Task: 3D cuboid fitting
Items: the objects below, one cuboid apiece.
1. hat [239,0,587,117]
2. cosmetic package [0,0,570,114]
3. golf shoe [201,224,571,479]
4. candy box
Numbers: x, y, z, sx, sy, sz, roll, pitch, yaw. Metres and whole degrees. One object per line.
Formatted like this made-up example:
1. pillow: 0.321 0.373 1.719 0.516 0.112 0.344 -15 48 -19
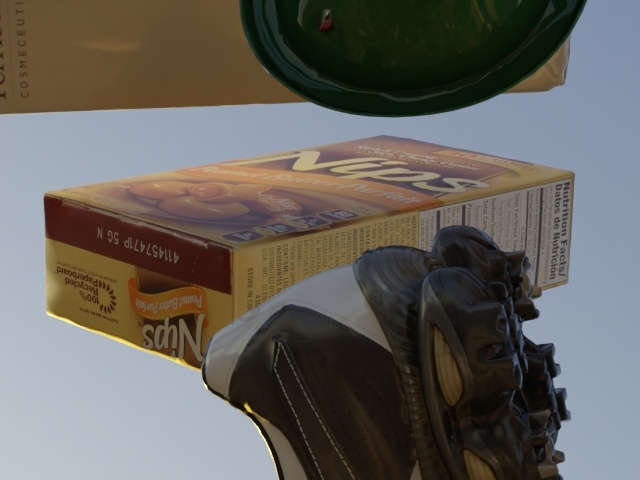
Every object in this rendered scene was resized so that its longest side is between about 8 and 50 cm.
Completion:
1. hat: 0.040 -0.172 0.694 0.208 0.173 0.183 -3 -26 13
2. cosmetic package: -0.041 -0.207 0.938 0.385 0.156 0.217 -6 -55 -11
3. golf shoe: 0.029 0.097 0.401 0.094 0.077 0.198 -13 -82 14
4. candy box: 0.000 0.000 0.995 0.183 0.316 0.088 16 -69 43
